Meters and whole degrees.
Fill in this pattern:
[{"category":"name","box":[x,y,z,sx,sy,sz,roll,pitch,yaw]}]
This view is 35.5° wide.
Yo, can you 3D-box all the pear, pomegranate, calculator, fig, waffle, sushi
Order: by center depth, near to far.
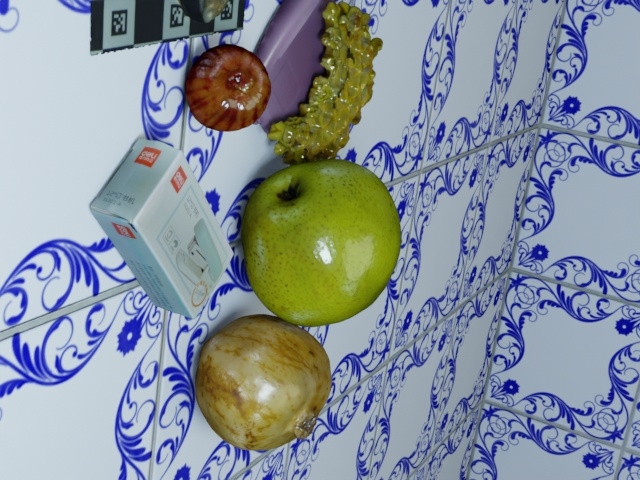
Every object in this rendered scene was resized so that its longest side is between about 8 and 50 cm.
[{"category":"sushi","box":[-0.159,-0.426,1.316,0.359,0.064,0.343,-28,130,-56]},{"category":"fig","box":[-0.132,-0.223,1.447,0.150,0.128,0.128,-84,180,-69]},{"category":"calculator","box":[-0.038,-0.309,1.668,0.294,0.043,0.194,-62,154,-20]},{"category":"pear","box":[0.000,0.000,1.669,0.294,0.294,0.294,-43,142,-48]},{"category":"pomegranate","box":[-0.093,0.241,1.671,0.248,0.248,0.248,-43,142,-48]},{"category":"waffle","box":[0.024,-0.250,1.716,0.293,0.069,0.260,-65,159,2]}]

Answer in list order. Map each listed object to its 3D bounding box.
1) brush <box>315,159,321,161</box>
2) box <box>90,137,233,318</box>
[{"category":"brush","box":[-0.011,-0.094,1.863,0.060,0.050,0.321,4,94,-62]},{"category":"box","box":[-0.220,-0.010,1.427,0.135,0.079,0.269,-61,153,-26]}]
